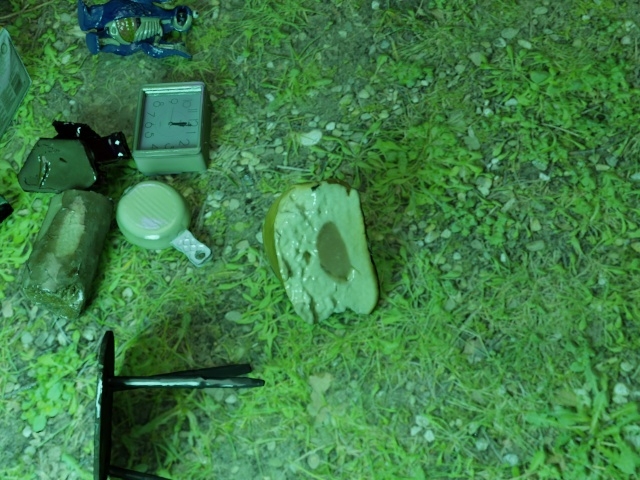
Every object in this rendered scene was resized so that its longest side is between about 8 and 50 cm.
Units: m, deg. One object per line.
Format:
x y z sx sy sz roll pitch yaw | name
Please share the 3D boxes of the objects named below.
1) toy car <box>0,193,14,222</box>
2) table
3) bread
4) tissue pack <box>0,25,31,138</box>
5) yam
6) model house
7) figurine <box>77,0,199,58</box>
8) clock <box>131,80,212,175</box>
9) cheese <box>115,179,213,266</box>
-0.764 -0.109 1.779 0.320 0.097 0.141 34 67 21 | toy car
-0.230 0.274 1.459 0.249 0.317 0.317 3 59 -9 | table
0.004 0.005 1.591 0.183 0.211 0.224 -14 54 -12 | bread
-0.718 -0.311 1.845 0.124 0.185 0.225 11 61 11 | tissue pack
-0.474 0.021 1.669 0.128 0.129 0.238 14 63 -5 | yam
-0.474 -0.162 1.774 0.203 0.141 0.164 11 16 25 | model house
-0.400 -0.473 1.964 0.262 0.121 0.164 -1 84 -22 | figurine
-0.301 -0.232 1.833 0.147 0.071 0.192 -2 59 3 | clock
-0.294 -0.026 1.716 0.227 0.064 0.137 38 72 24 | cheese
